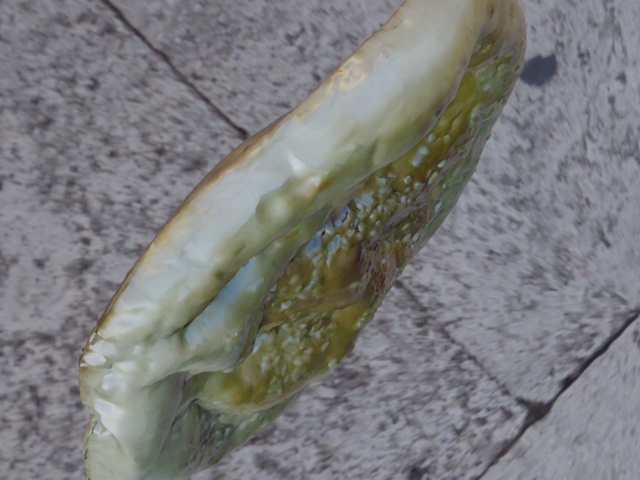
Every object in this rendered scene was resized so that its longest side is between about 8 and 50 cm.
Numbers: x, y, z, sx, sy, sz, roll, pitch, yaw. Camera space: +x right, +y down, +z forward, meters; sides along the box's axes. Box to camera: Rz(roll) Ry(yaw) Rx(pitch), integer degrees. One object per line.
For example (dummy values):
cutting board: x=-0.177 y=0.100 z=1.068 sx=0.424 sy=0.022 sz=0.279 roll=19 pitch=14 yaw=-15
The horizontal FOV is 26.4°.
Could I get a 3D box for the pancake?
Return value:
pancake: x=0.001 y=0.000 z=0.802 sx=0.082 sy=0.387 sz=0.387 roll=37 pitch=96 yaw=15
